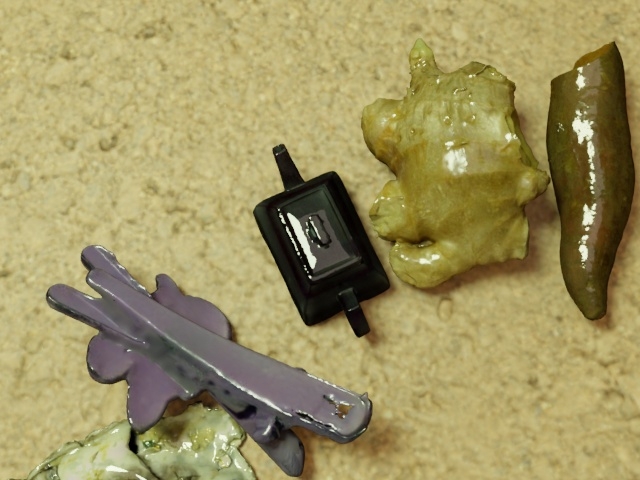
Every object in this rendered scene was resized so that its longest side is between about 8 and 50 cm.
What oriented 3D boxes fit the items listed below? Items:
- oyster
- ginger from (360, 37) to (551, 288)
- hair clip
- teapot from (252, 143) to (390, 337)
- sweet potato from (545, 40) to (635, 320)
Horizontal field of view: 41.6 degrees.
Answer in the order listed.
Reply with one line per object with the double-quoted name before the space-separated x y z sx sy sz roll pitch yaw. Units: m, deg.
"oyster" -0.153 0.187 0.716 0.199 0.061 0.106 9 57 1
"ginger" 0.113 -0.074 0.736 0.157 0.102 0.216 -16 82 25
"hair clip" -0.096 0.109 0.696 0.278 0.090 0.137 27 54 7
"teapot" 0.000 0.000 0.723 0.087 0.096 0.177 -24 79 -4
"sweet potato" 0.236 -0.052 0.746 0.077 0.077 0.244 2 86 2
